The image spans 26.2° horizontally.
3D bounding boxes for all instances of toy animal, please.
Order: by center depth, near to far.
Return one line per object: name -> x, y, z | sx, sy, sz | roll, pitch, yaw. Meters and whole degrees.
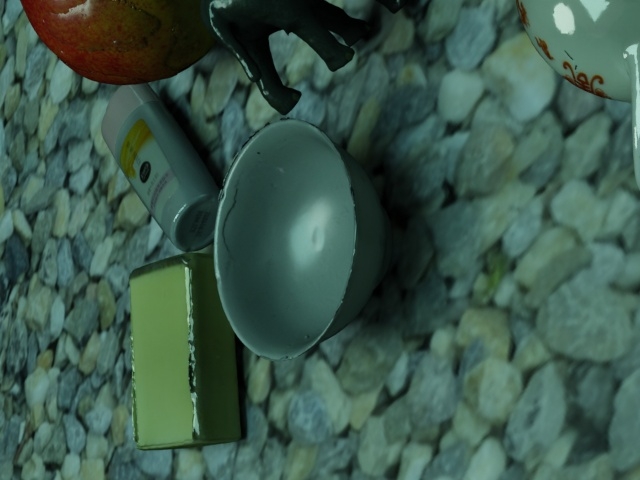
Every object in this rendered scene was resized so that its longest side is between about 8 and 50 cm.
toy animal -> -0.001, -0.214, 1.079 | 0.082, 0.137, 0.269 | -34, 20, 50

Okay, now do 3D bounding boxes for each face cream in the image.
face cream -> -0.154, -0.073, 1.323 | 0.198, 0.057, 0.084 | 51, 125, 42

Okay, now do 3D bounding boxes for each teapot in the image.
teapot -> 0.192, -0.148, 0.805 | 0.159, 0.116, 0.245 | 8, 80, 9

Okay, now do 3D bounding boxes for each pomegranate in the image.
pomegranate -> -0.160, -0.245, 1.242 | 0.235, 0.210, 0.210 | 2, 87, 13

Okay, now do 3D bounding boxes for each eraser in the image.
eraser -> -0.125, 0.104, 1.266 | 0.117, 0.058, 0.172 | -18, 72, 51

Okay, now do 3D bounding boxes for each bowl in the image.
bowl -> 0.000, 0.000, 1.086 | 0.189, 0.086, 0.189 | -6, 82, 51
